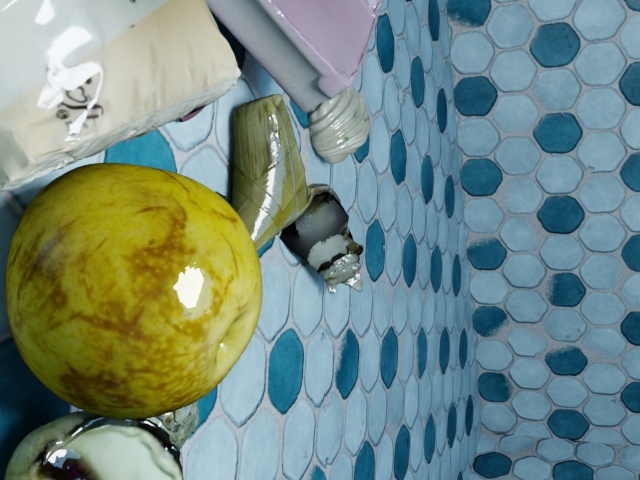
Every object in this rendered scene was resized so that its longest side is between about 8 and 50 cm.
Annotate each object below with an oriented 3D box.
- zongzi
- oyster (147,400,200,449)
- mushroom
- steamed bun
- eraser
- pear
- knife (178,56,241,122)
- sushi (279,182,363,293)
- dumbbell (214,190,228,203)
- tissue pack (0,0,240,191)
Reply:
[{"bbox_3d":[-0.119,-0.099,1.223,0.256,0.115,0.228,-46,129,-45],"label":"zongzi"},{"bbox_3d":[-0.209,0.147,0.978,0.198,0.112,0.267,-23,108,-66],"label":"oyster"},{"bbox_3d":[-0.266,0.346,0.835,0.248,0.130,0.344,-23,110,-40],"label":"mushroom"},{"bbox_3d":[0.046,-0.260,1.606,0.183,0.106,0.182,0,90,-70],"label":"steamed bun"},{"bbox_3d":[-0.060,-0.426,1.192,0.359,0.122,0.272,45,48,-34],"label":"eraser"},{"bbox_3d":[-0.197,0.050,0.789,0.281,0.281,0.280,0,90,-68],"label":"pear"},{"bbox_3d":[-0.176,-0.250,1.187,0.247,0.018,0.035,-65,144,-51],"label":"knife"},{"bbox_3d":[0.020,-0.003,1.542,0.273,0.134,0.109,51,12,-43],"label":"sushi"},{"bbox_3d":[-0.176,-0.045,1.153,0.083,0.036,0.040,-52,137,-56],"label":"dumbbell"},{"bbox_3d":[-0.271,-0.268,0.744,0.375,0.195,0.390,67,29,-17],"label":"tissue pack"}]
